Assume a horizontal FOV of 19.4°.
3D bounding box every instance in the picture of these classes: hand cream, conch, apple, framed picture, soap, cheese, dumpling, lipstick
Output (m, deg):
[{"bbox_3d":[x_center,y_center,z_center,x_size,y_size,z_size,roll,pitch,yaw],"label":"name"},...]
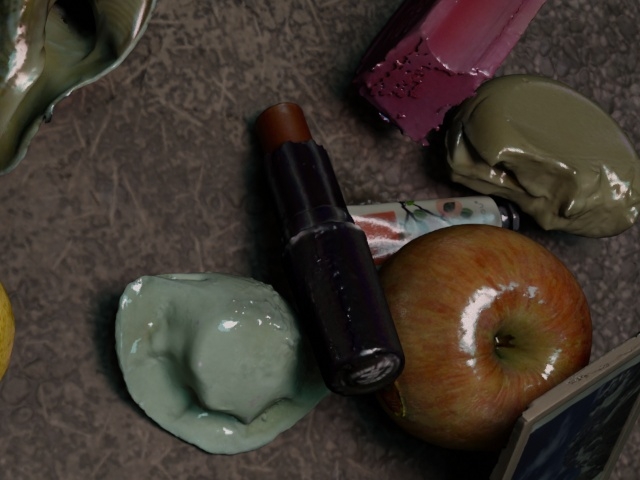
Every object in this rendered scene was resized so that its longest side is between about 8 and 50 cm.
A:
[{"bbox_3d":[0.081,-0.007,1.783,0.234,0.050,0.080,-9,89,-23],"label":"hand cream"},{"bbox_3d":[-0.223,-0.248,1.627,0.203,0.169,0.386,12,107,-2],"label":"conch"},{"bbox_3d":[0.139,0.089,1.700,0.211,0.188,0.211,1,88,-26],"label":"apple"},{"bbox_3d":[0.219,0.191,1.690,0.209,0.281,0.019,-30,61,-29],"label":"framed picture"},{"bbox_3d":[0.135,-0.204,1.786,0.099,0.162,0.250,42,62,-12],"label":"soap"},{"bbox_3d":[0.207,-0.085,1.810,0.202,0.091,0.175,10,44,-29],"label":"cheese"},{"bbox_3d":[-0.079,0.102,1.634,0.219,0.108,0.153,17,70,-21],"label":"dumpling"},{"bbox_3d":[0.000,0.000,1.664,0.081,0.081,0.300,0,54,-28],"label":"lipstick"}]

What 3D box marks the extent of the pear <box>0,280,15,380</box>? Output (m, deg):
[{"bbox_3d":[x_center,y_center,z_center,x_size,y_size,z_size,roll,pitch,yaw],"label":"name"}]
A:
[{"bbox_3d":[-0.325,0.075,1.484,0.178,0.178,0.178,7,75,-26],"label":"pear"}]
